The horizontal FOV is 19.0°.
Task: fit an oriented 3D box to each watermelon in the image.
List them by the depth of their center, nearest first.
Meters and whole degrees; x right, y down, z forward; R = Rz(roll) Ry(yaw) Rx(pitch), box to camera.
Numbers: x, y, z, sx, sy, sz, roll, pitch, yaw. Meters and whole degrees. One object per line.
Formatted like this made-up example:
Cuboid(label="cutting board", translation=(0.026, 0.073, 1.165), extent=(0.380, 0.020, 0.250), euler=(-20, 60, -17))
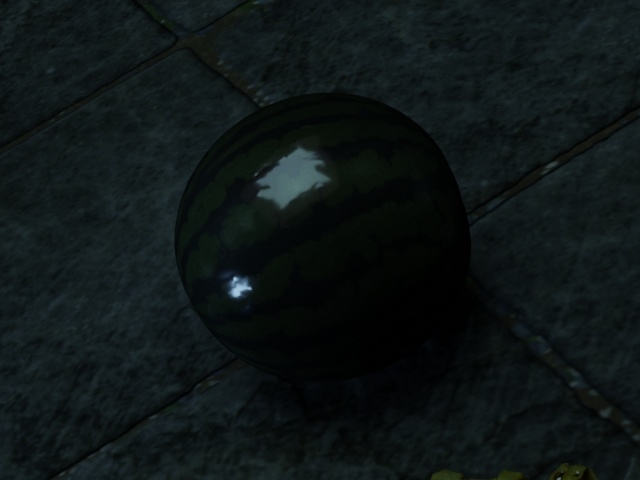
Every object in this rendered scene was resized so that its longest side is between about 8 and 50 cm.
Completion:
Cuboid(label="watermelon", translation=(0.000, 0.000, 1.359), extent=(0.212, 0.212, 0.212), euler=(-17, 35, 12))

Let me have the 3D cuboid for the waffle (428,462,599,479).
Cuboid(label="waffle", translation=(0.084, 0.239, 1.122), extent=(0.291, 0.051, 0.291), euler=(-16, 36, 12))
